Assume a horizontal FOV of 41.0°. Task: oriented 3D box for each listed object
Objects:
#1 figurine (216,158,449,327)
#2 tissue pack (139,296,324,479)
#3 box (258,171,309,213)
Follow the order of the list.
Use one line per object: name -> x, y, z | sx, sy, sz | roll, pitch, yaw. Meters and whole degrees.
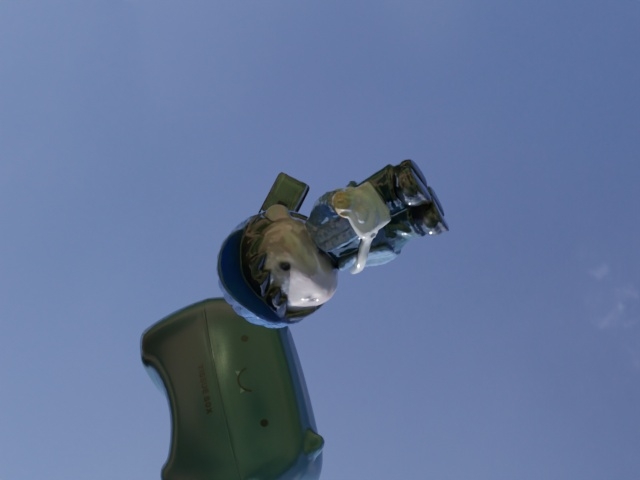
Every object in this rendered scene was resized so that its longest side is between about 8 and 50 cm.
figurine -> 0.000, 0.000, 0.530 | 0.149, 0.086, 0.087 | -30, -146, 15
tissue pack -> -0.105, 0.221, 1.122 | 0.206, 0.198, 0.288 | -17, -121, 2
box -> -0.059, -0.068, 1.402 | 0.060, 0.063, 0.085 | 28, -96, 1
